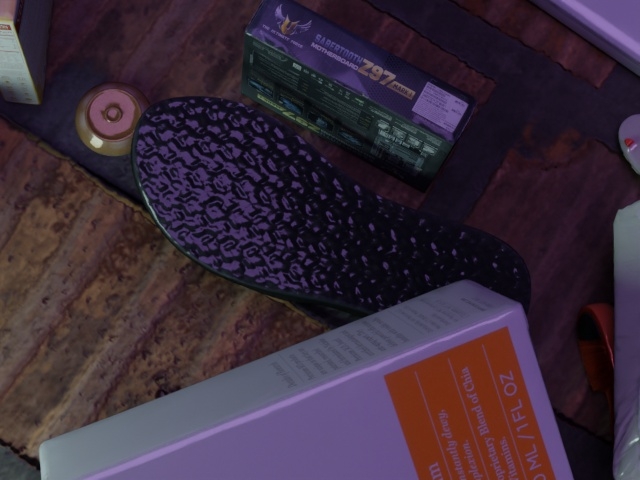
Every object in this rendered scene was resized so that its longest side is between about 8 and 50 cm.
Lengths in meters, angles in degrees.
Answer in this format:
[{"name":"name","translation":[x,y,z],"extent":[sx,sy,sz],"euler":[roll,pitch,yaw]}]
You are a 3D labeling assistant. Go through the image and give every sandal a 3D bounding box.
[{"name":"sandal","translation":[0.000,0.003,1.384],"extent":[0.446,0.107,0.167],"euler":[27,75,-12]}]

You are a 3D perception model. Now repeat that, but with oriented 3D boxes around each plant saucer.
[{"name":"plant saucer","translation":[-0.219,-0.132,1.428],"extent":[0.083,0.015,0.083],"euler":[1,77,-5]}]

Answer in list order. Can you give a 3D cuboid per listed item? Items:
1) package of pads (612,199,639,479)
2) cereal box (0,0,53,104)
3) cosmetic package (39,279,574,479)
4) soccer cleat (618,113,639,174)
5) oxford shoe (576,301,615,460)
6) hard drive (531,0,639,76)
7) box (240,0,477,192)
[{"name":"package of pads","translation":[0.399,0.122,1.322],"extent":[0.229,0.101,0.296],"euler":[20,62,-27]},{"name":"cereal box","translation":[-0.300,-0.253,1.333],"extent":[0.047,0.240,0.173],"euler":[5,76,-4]},{"name":"cosmetic package","translation":[-0.008,0.226,1.256],"extent":[0.453,0.161,0.230],"euler":[-21,101,-9]},{"name":"soccer cleat","translation":[0.400,-0.063,1.446],"extent":[0.196,0.076,0.068],"euler":[41,87,25]},{"name":"oxford shoe","translation":[0.347,0.186,1.366],"extent":[0.098,0.097,0.271],"euler":[-11,78,-13]},{"name":"hard drive","translation":[0.365,-0.298,1.506],"extent":[0.307,0.040,0.203],"euler":[36,77,3]},{"name":"box","translation":[0.032,-0.146,1.367],"extent":[0.233,0.183,0.059],"euler":[29,76,3]}]
